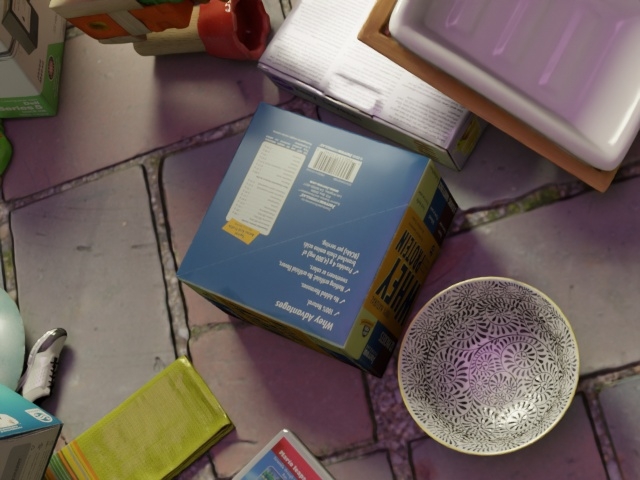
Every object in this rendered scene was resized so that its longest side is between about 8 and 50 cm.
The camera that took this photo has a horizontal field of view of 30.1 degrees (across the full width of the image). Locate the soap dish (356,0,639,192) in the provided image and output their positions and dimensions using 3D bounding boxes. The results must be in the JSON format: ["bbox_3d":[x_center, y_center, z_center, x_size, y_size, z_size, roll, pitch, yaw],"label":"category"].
[{"bbox_3d":[0.200,-0.214,1.155,0.291,0.118,0.229,30,84,-14],"label":"soap dish"}]

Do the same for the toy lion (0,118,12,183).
[{"bbox_3d":[-0.417,-0.118,1.452,0.100,0.034,0.096,19,71,23],"label":"toy lion"}]

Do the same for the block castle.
[{"bbox_3d":[-0.185,-0.399,1.236,0.213,0.453,0.303,-1,71,27],"label":"block castle"}]

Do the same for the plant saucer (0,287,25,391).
[{"bbox_3d":[-0.416,0.135,1.338,0.195,0.037,0.195,-10,69,28],"label":"plant saucer"}]

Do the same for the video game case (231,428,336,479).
[{"bbox_3d":[-0.069,0.356,1.169,0.285,0.025,0.204,-45,64,0],"label":"video game case"}]

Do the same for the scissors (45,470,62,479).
[{"bbox_3d":[-0.417,0.285,1.316,0.297,0.021,0.109,-19,69,10],"label":"scissors"}]

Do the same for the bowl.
[{"bbox_3d":[0.166,0.126,1.136,0.170,0.080,0.170,-6,71,18],"label":"bowl"}]

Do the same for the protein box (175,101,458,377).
[{"bbox_3d":[0.000,0.000,1.206,0.200,0.136,0.201,21,80,24],"label":"protein box"}]

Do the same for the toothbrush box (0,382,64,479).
[{"bbox_3d":[-0.446,0.224,1.244,0.295,0.126,0.216,25,101,23],"label":"toothbrush box"}]

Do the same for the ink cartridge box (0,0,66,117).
[{"bbox_3d":[-0.384,-0.284,1.352,0.115,0.273,0.198,0,72,6],"label":"ink cartridge box"}]

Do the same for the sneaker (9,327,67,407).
[{"bbox_3d":[-0.306,0.148,1.319,0.044,0.040,0.109,29,90,18],"label":"sneaker"}]

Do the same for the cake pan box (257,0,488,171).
[{"bbox_3d":[0.095,-0.235,1.293,0.267,0.070,0.245,27,80,25],"label":"cake pan box"}]

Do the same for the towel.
[{"bbox_3d":[-0.211,0.229,1.252,0.237,0.021,0.102,-38,70,-1],"label":"towel"}]
